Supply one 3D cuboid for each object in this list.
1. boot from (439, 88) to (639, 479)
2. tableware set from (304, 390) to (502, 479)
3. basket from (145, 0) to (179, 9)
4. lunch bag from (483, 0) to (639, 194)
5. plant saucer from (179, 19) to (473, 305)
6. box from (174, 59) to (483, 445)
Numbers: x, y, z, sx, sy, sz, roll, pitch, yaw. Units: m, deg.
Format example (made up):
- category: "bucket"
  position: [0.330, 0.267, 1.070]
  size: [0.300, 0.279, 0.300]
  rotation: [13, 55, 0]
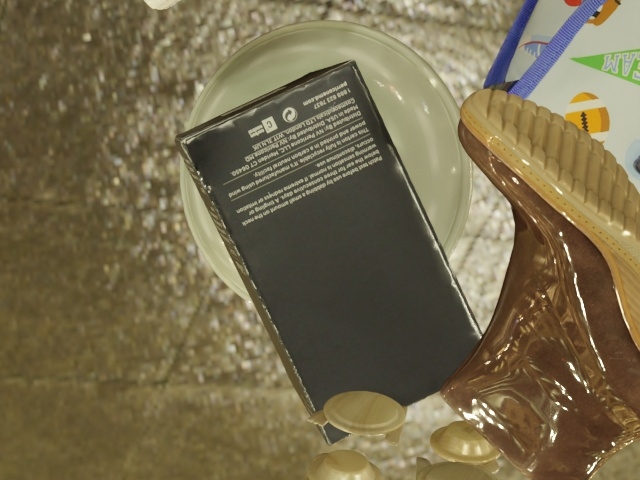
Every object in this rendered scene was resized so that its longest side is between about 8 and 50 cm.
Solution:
- category: "boot"
  position: [0.138, 0.044, 0.986]
  size: [0.248, 0.090, 0.207]
  rotation: [42, 123, -2]
- category: "tableware set"
  position: [0.066, 0.160, 1.133]
  size: [0.169, 0.141, 0.020]
  rotation: [11, 114, 13]
- category: "basket"
  position: [-0.125, -0.484, 1.582]
  size: [0.266, 0.331, 0.328]
  rotation: [-21, 116, 47]
- category: "lunch bag"
  position: [0.358, -0.174, 1.323]
  size: [0.328, 0.239, 0.385]
  rotation: [33, 87, -11]
- category: "plant saucer"
  position: [-0.009, -0.085, 1.936]
  size: [0.400, 0.400, 0.100]
  rotation: [-31, 174, 17]
- category: "box"
  position: [0.000, 0.000, 1.516]
  size: [0.179, 0.343, 0.312]
  rotation: [-25, 97, -4]
